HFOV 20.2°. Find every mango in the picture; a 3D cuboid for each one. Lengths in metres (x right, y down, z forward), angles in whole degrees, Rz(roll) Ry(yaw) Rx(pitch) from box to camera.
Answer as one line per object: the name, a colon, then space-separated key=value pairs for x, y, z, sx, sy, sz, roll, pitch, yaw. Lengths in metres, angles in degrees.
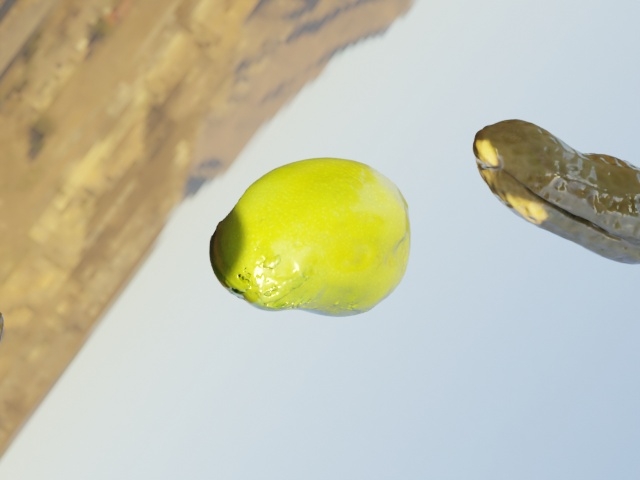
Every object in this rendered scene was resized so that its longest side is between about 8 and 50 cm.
mango: x=0.000 y=0.000 z=0.976 sx=0.074 sy=0.091 sz=0.165 roll=-44 pitch=172 yaw=24

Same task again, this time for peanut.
peanut: x=0.192 y=-0.039 z=1.356 sx=0.080 sy=0.174 sz=0.080 roll=-62 pitch=-172 yaw=16

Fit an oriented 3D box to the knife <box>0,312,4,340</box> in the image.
knife: x=-0.206 y=0.148 z=0.962 sx=0.072 sy=0.019 sz=0.245 roll=-141 pitch=-115 yaw=-72
